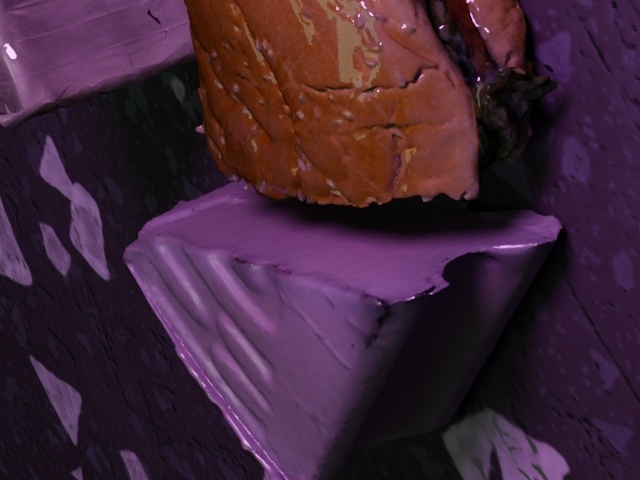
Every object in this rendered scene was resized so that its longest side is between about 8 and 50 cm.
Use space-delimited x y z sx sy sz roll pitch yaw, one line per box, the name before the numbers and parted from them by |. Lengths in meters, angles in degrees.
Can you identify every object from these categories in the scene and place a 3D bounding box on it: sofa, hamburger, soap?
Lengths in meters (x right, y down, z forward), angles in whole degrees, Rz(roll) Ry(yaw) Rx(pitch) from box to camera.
sofa | -0.155 -0.215 1.262 0.176 0.210 0.225 -5 105 58
hamburger | 0.004 -0.140 1.130 0.309 0.132 0.211 22 133 53
soap | 0.000 0.000 1.225 0.257 0.159 0.302 56 149 21
